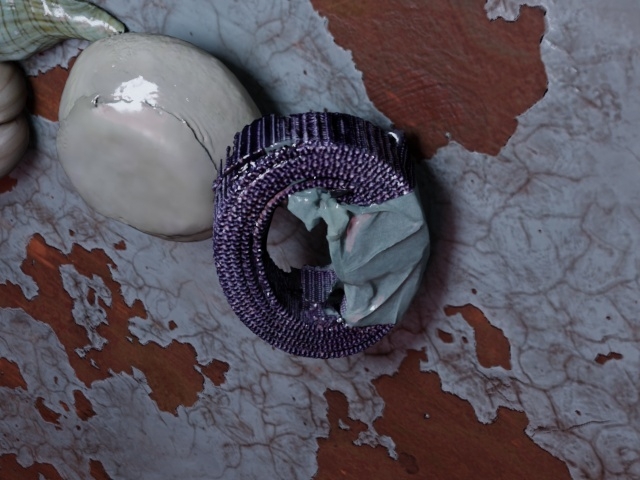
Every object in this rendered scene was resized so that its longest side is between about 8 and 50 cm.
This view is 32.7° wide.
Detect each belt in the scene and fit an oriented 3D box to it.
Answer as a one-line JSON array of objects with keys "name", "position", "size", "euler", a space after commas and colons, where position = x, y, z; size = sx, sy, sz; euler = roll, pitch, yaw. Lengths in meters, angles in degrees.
[{"name": "belt", "position": [0.000, 0.000, 1.331], "size": [0.260, 0.122, 0.325], "euler": [-9, 123, 0]}]

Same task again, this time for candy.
[{"name": "candy", "position": [-0.195, -0.139, 1.397], "size": [0.295, 0.185, 0.295], "euler": [6, 126, 8]}]

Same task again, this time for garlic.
[{"name": "garlic", "position": [-0.508, -0.161, 1.614], "size": [0.214, 0.191, 0.160], "euler": [-19, 130, 28]}]

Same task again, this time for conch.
[{"name": "conch", "position": [-0.464, -0.324, 1.476], "size": [0.386, 0.169, 0.203], "euler": [34, 138, 12]}]

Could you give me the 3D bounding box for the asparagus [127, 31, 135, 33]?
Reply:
[{"name": "asparagus", "position": [-0.245, -0.223, 1.490], "size": [0.018, 0.015, 0.127], "euler": [12, 123, 39]}]
